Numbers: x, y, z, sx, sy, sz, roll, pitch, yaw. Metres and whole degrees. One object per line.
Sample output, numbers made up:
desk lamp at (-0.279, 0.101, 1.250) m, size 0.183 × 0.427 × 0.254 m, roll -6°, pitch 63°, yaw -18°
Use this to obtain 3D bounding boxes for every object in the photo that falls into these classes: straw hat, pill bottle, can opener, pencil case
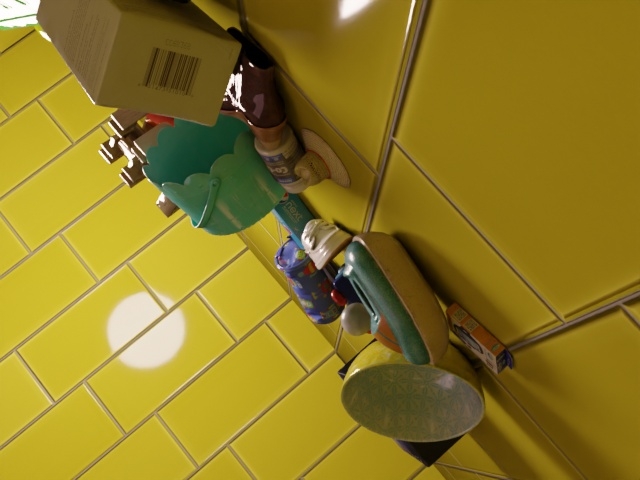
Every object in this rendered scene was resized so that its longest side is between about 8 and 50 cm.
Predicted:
straw hat at (-0.013, -0.130, 1.344) m, size 0.144 × 0.061 × 0.144 m, roll 48°, pitch 170°, yaw 11°
pill bottle at (-0.067, -0.155, 1.435) m, size 0.078 × 0.078 × 0.137 m, roll 43°, pitch 170°, yaw 37°
can opener at (0.070, 0.123, 1.974) m, size 0.186 × 0.073 × 0.059 m, roll 52°, pitch -151°, yaw 9°
pencil case at (-0.033, 0.118, 2.175) m, size 0.133 × 0.119 × 0.306 m, roll 7°, pitch 145°, yaw 31°

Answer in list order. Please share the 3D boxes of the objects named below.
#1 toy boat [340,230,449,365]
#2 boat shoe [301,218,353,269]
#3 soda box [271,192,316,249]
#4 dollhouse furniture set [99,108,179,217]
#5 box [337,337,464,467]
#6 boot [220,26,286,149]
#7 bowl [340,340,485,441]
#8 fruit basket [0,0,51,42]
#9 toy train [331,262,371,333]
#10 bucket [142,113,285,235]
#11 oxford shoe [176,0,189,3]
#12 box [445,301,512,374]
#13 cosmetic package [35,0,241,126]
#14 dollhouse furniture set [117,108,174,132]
toy boat at (0.117, 0.122, 1.393) m, size 0.267 × 0.148 × 0.318 m, roll 58°, pitch 173°, yaw 5°
boat shoe at (0.000, 0.000, 1.660) m, size 0.096 × 0.098 × 0.277 m, roll 50°, pitch 172°, yaw -2°
soda box at (-0.079, -0.078, 1.816) m, size 0.210 × 0.067 × 0.071 m, roll 52°, pitch 171°, yaw -10°
dollhouse furniture set at (-0.359, -0.203, 1.713) m, size 0.242 × 0.161 × 0.212 m, roll 50°, pitch 152°, yaw -2°
box at (0.216, 0.408, 1.964) m, size 0.294 × 0.183 × 0.296 m, roll 49°, pitch 171°, yaw 2°
boot at (-0.142, -0.298, 1.327) m, size 0.248 × 0.090 × 0.207 m, roll 47°, pitch 158°, yaw 29°
bowl at (0.193, 0.273, 1.542) m, size 0.289 × 0.289 × 0.156 m, roll 58°, pitch -149°, yaw -38°
fruit basket at (-0.593, -0.569, 1.637) m, size 0.392 × 0.283 × 0.392 m, roll 7°, pitch -178°, yaw 0°
toy train at (0.131, 0.149, 1.674) m, size 0.248 × 0.105 × 0.143 m, roll 46°, pitch -173°, yaw -9°
bucket at (-0.204, -0.156, 1.535) m, size 0.281 × 0.281 × 0.183 m, roll 38°, pitch 168°, yaw 52°
oxford shoe at (-0.344, -0.515, 1.216) m, size 0.364 × 0.130 × 0.133 m, roll 48°, pitch 178°, yaw 9°
box at (0.272, 0.173, 1.283) m, size 0.136 × 0.028 × 0.081 m, roll 47°, pitch 170°, yaw 34°
cosmetic package at (-0.322, -0.357, 1.275) m, size 0.217 × 0.156 × 0.385 m, roll 6°, pitch -152°, yaw -37°
dollhouse furniture set at (-0.330, -0.266, 1.775) m, size 0.262 × 0.135 × 0.259 m, roll -3°, pitch 155°, yaw 45°
